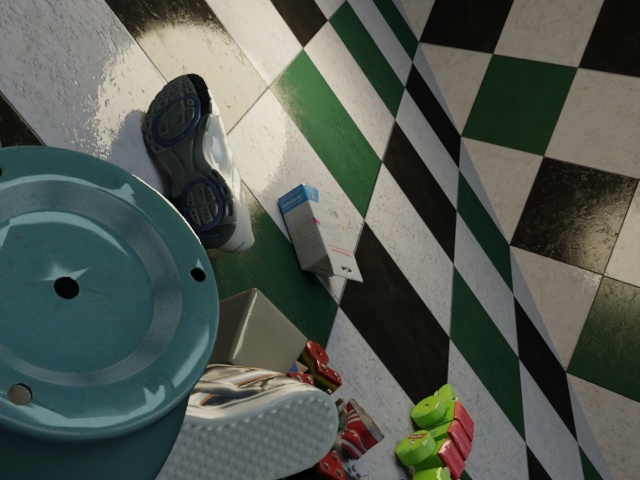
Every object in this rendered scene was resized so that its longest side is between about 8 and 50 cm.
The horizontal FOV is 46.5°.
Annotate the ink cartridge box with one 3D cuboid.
[{"bbox_3d":[0.000,0.000,1.318,0.104,0.061,0.181,18,47,-56],"label":"ink cartridge box"}]

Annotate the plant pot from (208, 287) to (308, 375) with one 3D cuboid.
[{"bbox_3d":[-0.098,0.141,0.923,0.109,0.109,0.096,48,39,-26],"label":"plant pot"}]

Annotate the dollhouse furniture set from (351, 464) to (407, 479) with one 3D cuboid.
[{"bbox_3d":[0.077,0.381,1.110,0.081,0.091,0.114,26,-15,22],"label":"dollhouse furniture set"}]

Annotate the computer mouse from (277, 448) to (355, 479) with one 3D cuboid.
[{"bbox_3d":[0.030,0.361,0.959,0.188,0.072,0.272,1,62,-64],"label":"computer mouse"}]

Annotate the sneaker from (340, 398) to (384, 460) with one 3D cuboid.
[{"bbox_3d":[0.048,0.287,1.129,0.042,0.067,0.118,49,-4,-19],"label":"sneaker"}]

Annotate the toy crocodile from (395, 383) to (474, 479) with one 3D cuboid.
[{"bbox_3d":[0.217,0.354,1.296,0.115,0.105,0.340,58,23,-5],"label":"toy crocodile"}]

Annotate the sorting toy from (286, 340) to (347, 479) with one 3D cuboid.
[{"bbox_3d":[-0.019,0.203,1.011,0.132,0.046,0.274,37,19,-26],"label":"sorting toy"}]

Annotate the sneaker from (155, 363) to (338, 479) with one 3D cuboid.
[{"bbox_3d":[-0.143,0.203,0.754,0.321,0.127,0.126,0,97,-39],"label":"sneaker"}]

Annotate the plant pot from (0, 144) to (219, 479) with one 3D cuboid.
[{"bbox_3d":[-0.201,0.084,0.489,0.271,0.255,0.272,21,49,-26],"label":"plant pot"}]

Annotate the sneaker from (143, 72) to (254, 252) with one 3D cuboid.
[{"bbox_3d":[-0.172,-0.107,1.083,0.129,0.111,0.297,46,27,-65],"label":"sneaker"}]
